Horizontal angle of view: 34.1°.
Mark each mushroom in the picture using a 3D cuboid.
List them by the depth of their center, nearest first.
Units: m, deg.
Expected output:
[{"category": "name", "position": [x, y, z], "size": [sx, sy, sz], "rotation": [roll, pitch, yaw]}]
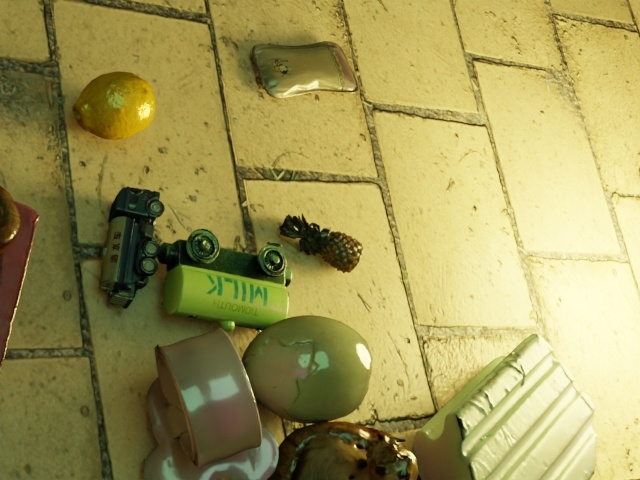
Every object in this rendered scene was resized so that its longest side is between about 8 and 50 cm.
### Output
[{"category": "mushroom", "position": [-0.489, -0.051, 1.456], "size": [0.135, 0.080, 0.171], "rotation": [15, 56, -43]}, {"category": "mushroom", "position": [0.040, 0.414, 1.665], "size": [0.267, 0.254, 0.267], "rotation": [-1, 80, 9]}]

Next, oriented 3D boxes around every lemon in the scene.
[{"category": "lemon", "position": [-0.349, -0.228, 1.771], "size": [0.155, 0.114, 0.114], "rotation": [-19, 79, -42]}]

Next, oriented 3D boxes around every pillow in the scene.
[{"category": "pillow", "position": [-0.030, -0.345, 2.093], "size": [0.232, 0.038, 0.131], "rotation": [-7, 69, -34]}]

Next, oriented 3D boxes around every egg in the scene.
[{"category": "egg", "position": [-0.029, 0.212, 1.731], "size": [0.217, 0.183, 0.183], "rotation": [11, 62, -22]}]

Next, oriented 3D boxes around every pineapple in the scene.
[{"category": "pineapple", "position": [0.000, 0.000, 1.929], "size": [0.159, 0.074, 0.074], "rotation": [27, 55, -13]}]

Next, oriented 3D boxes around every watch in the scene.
[{"category": "watch", "position": [-0.175, 0.267, 1.568], "size": [0.211, 0.217, 0.248], "rotation": [-16, 71, -16]}]

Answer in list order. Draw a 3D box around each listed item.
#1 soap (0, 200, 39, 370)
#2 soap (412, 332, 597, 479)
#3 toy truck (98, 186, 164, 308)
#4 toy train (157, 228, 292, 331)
[{"category": "soap", "position": [-0.556, 0.094, 1.468], "size": [0.233, 0.128, 0.360], "rotation": [20, 56, -24]}, {"category": "soap", "position": [0.330, 0.377, 1.855], "size": [0.261, 0.156, 0.446], "rotation": [55, 39, 4]}, {"category": "toy truck", "position": [-0.314, 0.012, 1.711], "size": [0.088, 0.074, 0.202], "rotation": [13, 61, -19]}, {"category": "toy train", "position": [-0.156, 0.078, 1.759], "size": [0.253, 0.105, 0.157], "rotation": [13, 65, -34]}]
